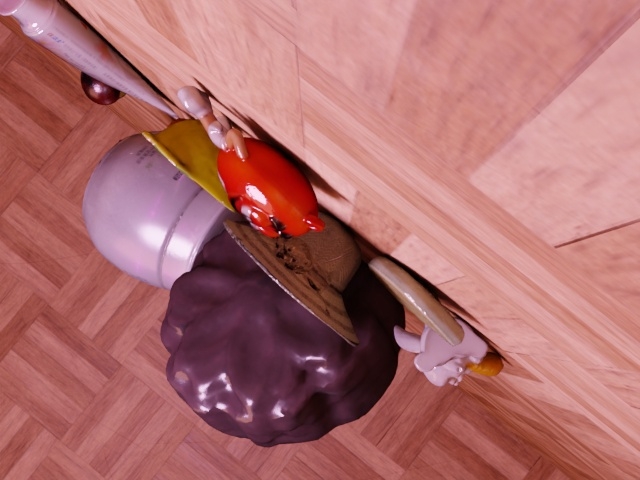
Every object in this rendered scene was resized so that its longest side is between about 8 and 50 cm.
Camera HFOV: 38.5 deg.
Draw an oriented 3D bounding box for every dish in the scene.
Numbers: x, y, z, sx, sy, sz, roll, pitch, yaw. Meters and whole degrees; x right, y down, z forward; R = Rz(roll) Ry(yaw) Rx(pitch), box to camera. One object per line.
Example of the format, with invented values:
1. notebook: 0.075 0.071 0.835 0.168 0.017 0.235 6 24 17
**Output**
1. dish: -0.155 -0.118 1.271 0.149 0.080 0.207 40 179 38

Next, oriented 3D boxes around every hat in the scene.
1. hat: -0.004 0.021 1.246 0.252 0.110 0.252 42 -178 -2

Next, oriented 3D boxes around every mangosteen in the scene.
1. mangosteen: -0.349 -0.261 1.484 0.081 0.081 0.081 39 176 3

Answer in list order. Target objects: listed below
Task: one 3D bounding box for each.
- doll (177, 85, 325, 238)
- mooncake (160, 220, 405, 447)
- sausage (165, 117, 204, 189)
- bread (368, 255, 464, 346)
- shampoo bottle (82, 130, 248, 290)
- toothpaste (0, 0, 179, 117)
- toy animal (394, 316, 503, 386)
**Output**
1. doll: -0.074 -0.073 1.049 0.217 0.085 0.183 47 178 19
2. mooncake: -0.071 0.146 1.466 0.381 0.351 0.212 10 153 24
3. sausage: -0.191 -0.133 1.469 0.076 0.076 0.197 37 174 24
4. bread: 0.113 0.060 1.188 0.112 0.036 0.193 46 177 -23
5. shampoo bottle: -0.267 -0.048 1.671 0.266 0.273 0.273 27 173 15
6. toothpaste: -0.328 -0.266 1.331 0.100 0.066 0.323 30 176 35
7. toy animal: 0.181 0.146 1.298 0.182 0.131 0.127 86 165 -75
